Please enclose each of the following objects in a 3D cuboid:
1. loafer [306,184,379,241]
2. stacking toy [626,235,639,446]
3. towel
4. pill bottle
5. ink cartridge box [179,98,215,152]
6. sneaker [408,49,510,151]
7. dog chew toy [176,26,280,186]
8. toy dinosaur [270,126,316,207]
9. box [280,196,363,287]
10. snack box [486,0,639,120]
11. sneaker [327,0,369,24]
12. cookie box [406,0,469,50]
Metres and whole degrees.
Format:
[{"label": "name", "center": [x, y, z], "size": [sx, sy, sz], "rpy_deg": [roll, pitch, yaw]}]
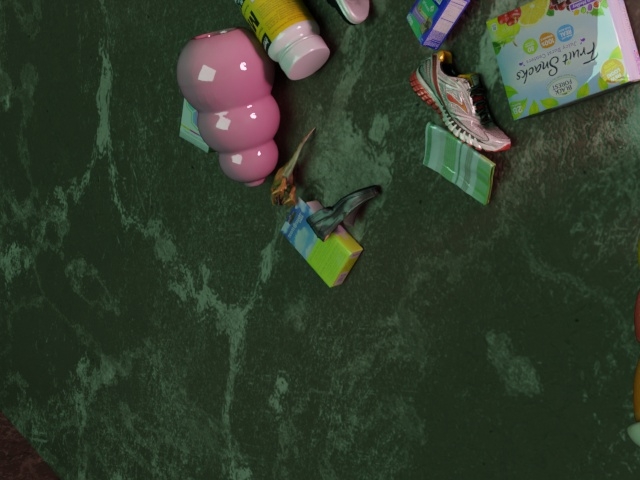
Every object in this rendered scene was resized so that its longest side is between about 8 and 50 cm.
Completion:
[{"label": "loafer", "center": [0.054, -0.057, 1.748], "size": [0.170, 0.062, 0.061], "rpy_deg": [-29, 88, 28]}, {"label": "stacking toy", "center": [0.551, 0.039, 1.205], "size": [0.350, 0.350, 0.480], "rpy_deg": [-28, 66, 43]}, {"label": "towel", "center": [0.246, -0.137, 1.549], "size": [0.152, 0.023, 0.113], "rpy_deg": [40, 156, 29]}, {"label": "pill bottle", "center": [-0.075, -0.434, 1.731], "size": [0.119, 0.119, 0.209], "rpy_deg": [-44, 71, 41]}, {"label": "ink cartridge box", "center": [-0.254, -0.318, 1.969], "size": [0.109, 0.062, 0.209], "rpy_deg": [32, 121, 34]}, {"label": "sneaker", "center": [0.251, -0.241, 1.506], "size": [0.225, 0.088, 0.093], "rpy_deg": [50, 122, 17]}, {"label": "dog chew toy", "center": [-0.179, -0.274, 1.824], "size": [0.206, 0.206, 0.332], "rpy_deg": [5, 117, 42]}, {"label": "toy dinosaur", "center": [-0.075, -0.137, 1.832], "size": [0.211, 0.064, 0.112], "rpy_deg": [-55, 31, 42]}, {"label": "box", "center": [0.000, 0.000, 1.835], "size": [0.178, 0.042, 0.109], "rpy_deg": [48, 128, 24]}, {"label": "snack box", "center": [0.387, -0.304, 1.374], "size": [0.207, 0.070, 0.175], "rpy_deg": [-14, 91, 45]}, {"label": "sneaker", "center": [0.013, -0.487, 1.673], "size": [0.121, 0.079, 0.217], "rpy_deg": [-37, 68, 46]}, {"label": "cookie box", "center": [0.204, -0.406, 1.513], "size": [0.107, 0.040, 0.092], "rpy_deg": [-57, 36, 35]}]
